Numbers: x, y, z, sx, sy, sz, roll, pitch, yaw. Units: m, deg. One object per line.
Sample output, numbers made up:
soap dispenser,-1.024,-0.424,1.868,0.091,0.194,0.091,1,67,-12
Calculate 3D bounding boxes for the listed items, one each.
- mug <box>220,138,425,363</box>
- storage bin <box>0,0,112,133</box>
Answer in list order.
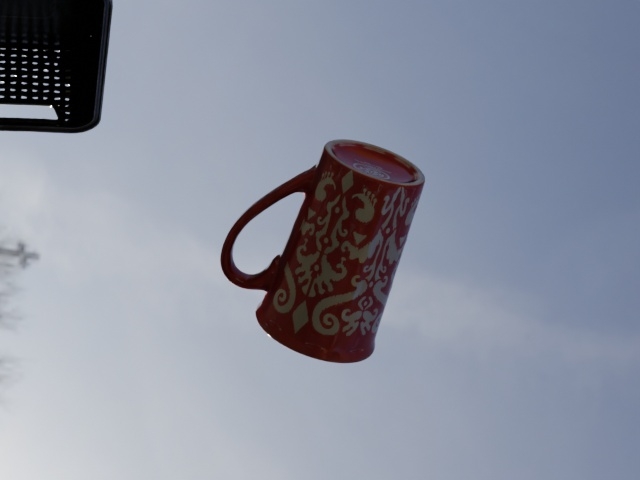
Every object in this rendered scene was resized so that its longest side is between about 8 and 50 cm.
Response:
mug,0.006,0.005,1.094,0.113,0.150,0.169,51,-53,52
storage bin,-0.213,-0.158,0.893,0.180,0.122,0.084,114,-26,-59
